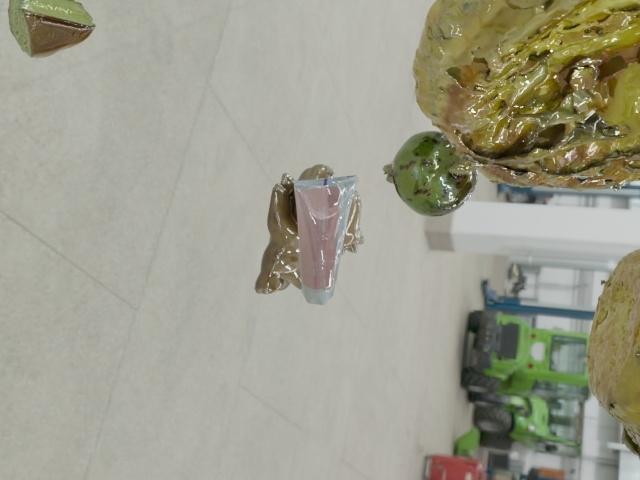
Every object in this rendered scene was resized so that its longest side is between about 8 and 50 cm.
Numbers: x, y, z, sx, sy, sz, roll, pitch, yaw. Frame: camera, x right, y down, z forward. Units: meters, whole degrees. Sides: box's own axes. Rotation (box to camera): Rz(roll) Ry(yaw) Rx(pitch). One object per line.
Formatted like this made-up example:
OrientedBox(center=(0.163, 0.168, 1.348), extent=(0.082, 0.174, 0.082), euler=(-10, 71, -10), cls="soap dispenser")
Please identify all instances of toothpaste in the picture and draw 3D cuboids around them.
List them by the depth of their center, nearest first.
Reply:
OrientedBox(center=(0.000, 0.000, 0.847), extent=(0.194, 0.067, 0.043), euler=(95, -13, -48), cls="toothpaste")

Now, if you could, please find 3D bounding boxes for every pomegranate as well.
OrientedBox(center=(0.139, -0.087, 0.992), extent=(0.115, 0.142, 0.114), euler=(-3, 96, -29), cls="pomegranate")

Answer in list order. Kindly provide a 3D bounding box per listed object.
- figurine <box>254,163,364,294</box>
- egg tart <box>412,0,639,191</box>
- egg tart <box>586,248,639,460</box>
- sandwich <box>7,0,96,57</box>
OrientedBox(center=(-0.007, -0.010, 1.352), extent=(0.177, 0.173, 0.247), euler=(4, 98, -85), cls="figurine")
OrientedBox(center=(0.164, -0.105, 0.359), extent=(0.232, 0.252, 0.098), euler=(25, 56, -34), cls="egg tart")
OrientedBox(center=(0.483, 0.134, 1.041), extent=(0.388, 0.169, 0.387), euler=(16, 90, -89), cls="egg tart")
OrientedBox(center=(-0.193, -0.148, 0.521), extent=(0.031, 0.044, 0.083), euler=(52, 20, 6), cls="sandwich")
